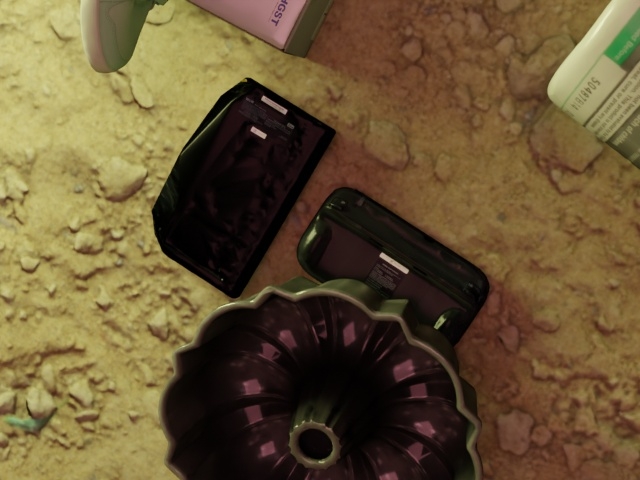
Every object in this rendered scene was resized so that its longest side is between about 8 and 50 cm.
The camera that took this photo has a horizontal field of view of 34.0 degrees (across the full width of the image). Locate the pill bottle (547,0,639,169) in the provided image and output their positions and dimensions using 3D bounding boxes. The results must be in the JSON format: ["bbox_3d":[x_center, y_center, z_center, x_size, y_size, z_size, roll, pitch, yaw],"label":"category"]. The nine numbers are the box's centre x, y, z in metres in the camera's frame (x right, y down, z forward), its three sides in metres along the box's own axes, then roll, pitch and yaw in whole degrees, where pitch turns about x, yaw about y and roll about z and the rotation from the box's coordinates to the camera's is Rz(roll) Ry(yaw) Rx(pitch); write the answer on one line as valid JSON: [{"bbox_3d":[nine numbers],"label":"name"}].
[{"bbox_3d":[0.404,-0.102,0.934,0.361,0.204,0.204,40,102,7],"label":"pill bottle"}]

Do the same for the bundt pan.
[{"bbox_3d":[0.009,0.180,1.067,0.331,0.124,0.331,5,109,14],"label":"bundt pan"}]

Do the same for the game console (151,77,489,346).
[{"bbox_3d":[0.000,0.000,1.118,0.361,0.044,0.213,33,102,8],"label":"game console"}]

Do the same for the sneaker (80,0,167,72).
[{"bbox_3d":[-0.131,-0.265,1.006,0.151,0.094,0.256,22,100,7],"label":"sneaker"}]

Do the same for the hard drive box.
[{"bbox_3d":[-0.085,-0.322,1.084,0.232,0.089,0.181,30,101,9],"label":"hard drive box"}]
